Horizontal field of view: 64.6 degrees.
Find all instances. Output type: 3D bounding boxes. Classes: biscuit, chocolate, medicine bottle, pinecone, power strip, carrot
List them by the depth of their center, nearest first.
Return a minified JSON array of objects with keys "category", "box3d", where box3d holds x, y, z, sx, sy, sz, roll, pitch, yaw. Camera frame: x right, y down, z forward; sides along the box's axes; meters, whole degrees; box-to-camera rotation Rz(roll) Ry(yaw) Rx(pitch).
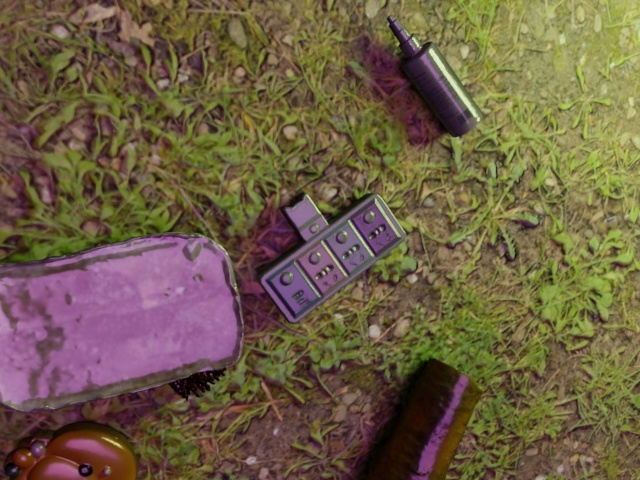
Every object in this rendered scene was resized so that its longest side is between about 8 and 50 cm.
[{"category":"chocolate","box3d":[-0.254,0.094,0.632,0.303,0.100,0.185,-10,90,-13]},{"category":"biscuit","box3d":[-0.344,0.326,0.685,0.170,0.050,0.170,-3,101,-18]},{"category":"pinecone","box3d":[-0.171,0.180,0.701,0.083,0.077,0.077,-7,103,-26]},{"category":"medicine bottle","box3d":[0.158,-0.241,0.729,0.057,0.057,0.199,-46,110,-5]},{"category":"power strip","box3d":[0.000,0.000,0.733,0.216,0.061,0.145,-36,102,-9]},{"category":"carrot","box3d":[0.158,0.340,0.820,0.114,0.114,0.301,27,89,-21]}]
